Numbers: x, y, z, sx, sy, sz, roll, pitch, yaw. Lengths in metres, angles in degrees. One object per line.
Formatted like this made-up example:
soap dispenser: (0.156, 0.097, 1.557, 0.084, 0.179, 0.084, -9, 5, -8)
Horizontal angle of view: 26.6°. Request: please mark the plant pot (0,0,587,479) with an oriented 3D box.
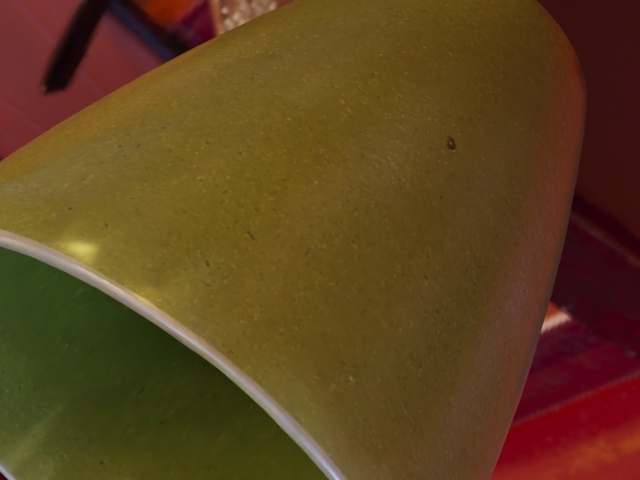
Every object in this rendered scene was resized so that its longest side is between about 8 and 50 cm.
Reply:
plant pot: (0.000, 0.000, 0.642, 0.275, 0.275, 0.293, -18, 28, 54)
